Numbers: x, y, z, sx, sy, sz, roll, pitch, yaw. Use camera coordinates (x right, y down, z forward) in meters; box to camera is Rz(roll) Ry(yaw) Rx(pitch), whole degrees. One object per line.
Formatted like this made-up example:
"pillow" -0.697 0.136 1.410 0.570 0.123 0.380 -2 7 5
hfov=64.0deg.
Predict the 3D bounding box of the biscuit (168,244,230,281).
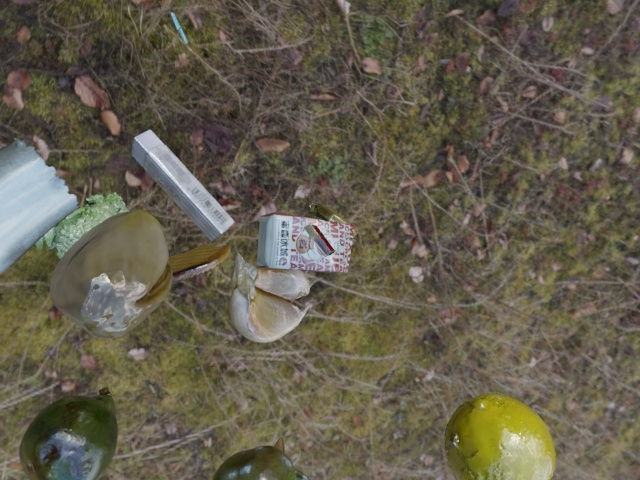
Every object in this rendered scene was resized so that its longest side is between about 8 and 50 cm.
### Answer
"biscuit" -0.348 0.059 1.269 0.228 0.176 0.031 -3 113 20

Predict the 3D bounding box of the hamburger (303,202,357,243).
"hamburger" 0.038 -0.045 1.959 0.122 0.215 0.189 -51 141 -7

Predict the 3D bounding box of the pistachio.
"pistachio" -0.374 0.059 0.939 0.197 0.288 0.166 2 120 -4

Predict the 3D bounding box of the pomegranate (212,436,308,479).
"pomegranate" -0.105 0.435 0.923 0.151 0.131 0.191 -24 169 17

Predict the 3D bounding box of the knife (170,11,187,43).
"knife" -0.388 -0.582 1.403 0.014 0.005 0.091 -38 138 -17

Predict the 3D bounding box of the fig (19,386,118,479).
"fig" -0.504 0.406 1.079 0.195 0.245 0.196 10 118 18

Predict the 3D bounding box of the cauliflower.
"cauliflower" -0.588 -0.013 1.241 0.250 0.272 0.275 19 133 -21

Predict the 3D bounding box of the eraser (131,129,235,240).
"eraser" -0.455 -0.173 1.692 0.082 0.213 0.397 -45 100 -22

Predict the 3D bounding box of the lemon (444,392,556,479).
"lemon" 0.303 0.351 0.862 0.173 0.173 0.206 -43 120 11

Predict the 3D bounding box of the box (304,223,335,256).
"box" 0.000 0.000 1.338 0.023 0.133 0.090 -38 85 5

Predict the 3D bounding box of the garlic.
"garlic" -0.180 0.185 1.733 0.249 0.286 0.313 -46 143 19

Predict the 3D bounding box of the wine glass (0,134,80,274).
"wine glass" -0.328 0.004 0.444 0.222 0.103 0.103 -40 132 -21

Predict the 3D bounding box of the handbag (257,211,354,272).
"handbag" -0.034 0.009 1.557 0.297 0.151 0.171 4 89 -20
